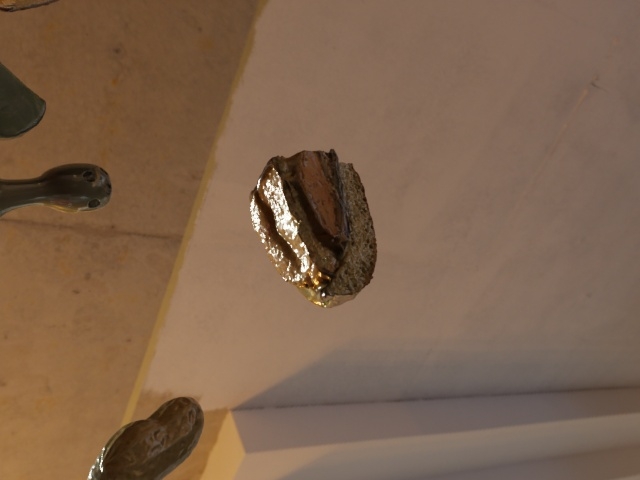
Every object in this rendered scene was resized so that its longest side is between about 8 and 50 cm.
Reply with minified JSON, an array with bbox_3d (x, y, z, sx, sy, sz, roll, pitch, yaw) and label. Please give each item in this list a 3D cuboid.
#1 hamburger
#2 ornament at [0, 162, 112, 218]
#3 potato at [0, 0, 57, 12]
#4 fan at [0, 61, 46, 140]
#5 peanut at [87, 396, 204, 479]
[{"bbox_3d":[0.000,0.000,0.749,0.135,0.208,0.155,-11,-28,-31],"label":"hamburger"},{"bbox_3d":[-0.371,-0.070,0.781,0.156,0.081,0.075,-11,-73,-27],"label":"ornament"},{"bbox_3d":[-0.389,-0.549,0.669,0.385,0.319,0.442,40,-119,-17],"label":"potato"},{"bbox_3d":[-0.223,-0.133,0.289,0.193,0.016,0.038,52,-132,-21],"label":"fan"},{"bbox_3d":[-0.385,0.470,1.288,0.313,0.152,0.152,-29,-39,-48],"label":"peanut"}]
